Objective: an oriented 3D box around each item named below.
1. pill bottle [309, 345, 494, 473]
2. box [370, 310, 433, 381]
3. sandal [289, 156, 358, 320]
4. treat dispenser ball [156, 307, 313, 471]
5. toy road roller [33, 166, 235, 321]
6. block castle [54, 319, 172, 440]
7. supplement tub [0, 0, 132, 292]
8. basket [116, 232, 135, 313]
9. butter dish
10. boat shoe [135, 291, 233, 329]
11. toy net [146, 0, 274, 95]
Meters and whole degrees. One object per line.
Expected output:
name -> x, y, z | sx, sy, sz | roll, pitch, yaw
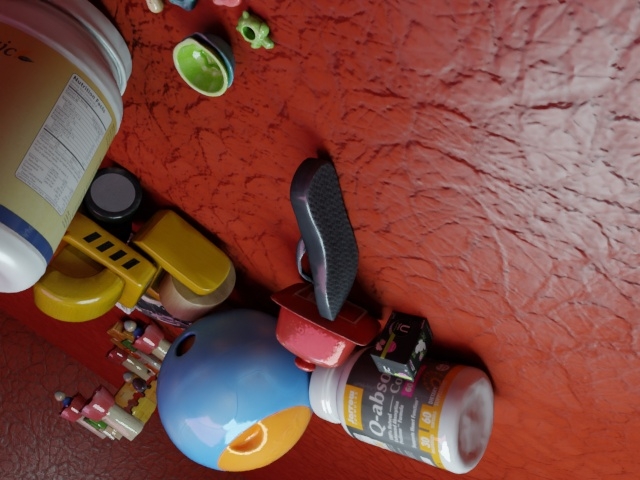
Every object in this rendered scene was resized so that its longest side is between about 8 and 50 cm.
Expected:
pill bottle -> 0.127, 0.263, 0.959 | 0.278, 0.162, 0.162 | 4, 140, 39
box -> 0.125, 0.160, 0.886 | 0.062, 0.083, 0.052 | 10, 143, 33
sandal -> 0.000, -0.001, 0.767 | 0.054, 0.097, 0.254 | 13, 134, 27
treat dispenser ball -> -0.150, 0.267, 1.062 | 0.288, 0.288, 0.288 | 24, 149, 15
toy road roller -> -0.341, 0.061, 1.020 | 0.329, 0.240, 0.202 | 37, 150, -8
block castle -> -0.589, 0.399, 1.689 | 0.213, 0.303, 0.453 | 42, 148, -14
supplement tub -> -0.369, -0.124, 0.665 | 0.228, 0.316, 0.228 | 13, 154, 6
basket -> -0.411, 0.060, 1.215 | 0.113, 0.103, 0.167 | 36, 151, 5
butter dish -> -0.004, 0.147, 0.903 | 0.160, 0.118, 0.160 | 26, -169, 12
boat shoe -> -0.271, 0.146, 1.199 | 0.233, 0.084, 0.079 | 25, 128, -19
toy net -> -0.157, -0.255, 0.580 | 0.232, 0.045, 0.122 | 45, 148, -20
